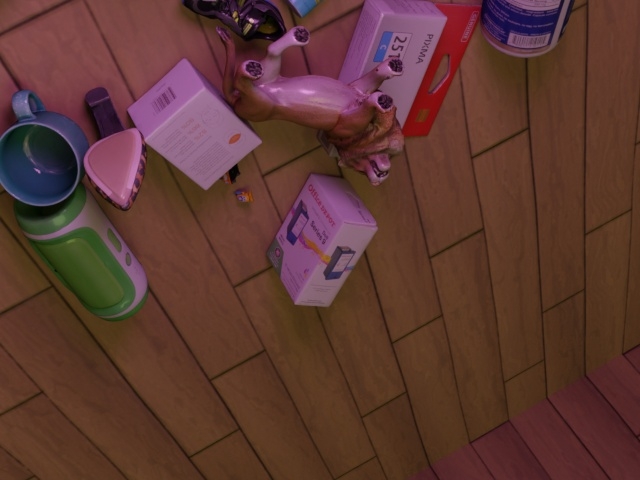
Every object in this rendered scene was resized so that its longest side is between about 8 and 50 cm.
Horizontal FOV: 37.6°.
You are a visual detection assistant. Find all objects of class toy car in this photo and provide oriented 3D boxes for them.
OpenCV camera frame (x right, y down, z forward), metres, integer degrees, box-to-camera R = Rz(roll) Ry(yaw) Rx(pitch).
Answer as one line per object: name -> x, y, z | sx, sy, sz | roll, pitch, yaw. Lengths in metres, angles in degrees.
toy car -> -0.159, -0.097, 1.685 | 0.040, 0.060, 0.122 | -4, 136, 14

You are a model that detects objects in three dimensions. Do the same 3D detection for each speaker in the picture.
speaker -> -0.394, 0.016, 1.578 | 0.131, 0.131, 0.296 | -29, 142, -6

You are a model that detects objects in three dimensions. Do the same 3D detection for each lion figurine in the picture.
lion figurine -> -0.019, -0.224, 1.524 | 0.392, 0.142, 0.240 | 19, 156, -19

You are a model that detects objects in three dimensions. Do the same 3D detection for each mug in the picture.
mug -> -0.408, -0.140, 1.409 | 0.129, 0.097, 0.157 | 21, 112, -7

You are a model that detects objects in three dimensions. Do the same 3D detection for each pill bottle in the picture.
pill bottle -> 0.357, -0.443, 1.562 | 0.153, 0.153, 0.264 | -23, 154, -13

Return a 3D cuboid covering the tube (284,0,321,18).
tube -> 0.029, -0.436, 1.469 | 0.207, 0.052, 0.080 | -43, 151, 1

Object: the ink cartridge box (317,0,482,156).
ink cartridge box -> 0.156, -0.287, 1.695 | 0.261, 0.066, 0.296 | -5, 134, -30

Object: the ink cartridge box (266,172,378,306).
ink cartridge box -> 0.000, 0.000, 1.815 | 0.093, 0.154, 0.212 | 8, 127, -38

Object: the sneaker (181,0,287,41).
sneaker -> -0.123, -0.348, 1.422 | 0.188, 0.078, 0.067 | 12, 123, -42

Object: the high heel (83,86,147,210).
high heel -> -0.291, -0.091, 1.430 | 0.093, 0.261, 0.186 | -19, 138, -4

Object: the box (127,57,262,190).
box -> -0.203, -0.186, 1.527 | 0.130, 0.091, 0.170 | -40, 141, 7
